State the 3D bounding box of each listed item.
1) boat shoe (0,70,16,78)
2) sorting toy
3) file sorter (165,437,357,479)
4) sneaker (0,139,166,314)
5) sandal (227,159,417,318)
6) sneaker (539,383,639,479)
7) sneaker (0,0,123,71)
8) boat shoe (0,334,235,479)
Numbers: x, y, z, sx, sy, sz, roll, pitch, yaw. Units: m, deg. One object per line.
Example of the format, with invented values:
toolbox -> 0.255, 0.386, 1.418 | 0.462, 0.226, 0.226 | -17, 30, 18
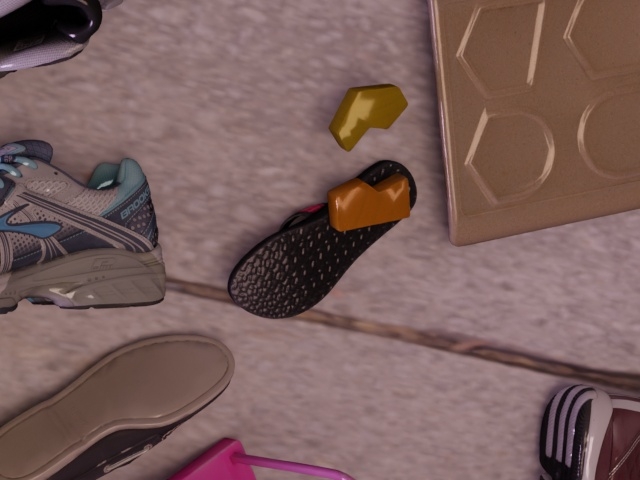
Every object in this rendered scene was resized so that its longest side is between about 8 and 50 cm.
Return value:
boat shoe -> -0.271, -0.250, 1.140 | 0.091, 0.109, 0.305 | -37, 113, -10
sorting toy -> 0.143, -0.112, 1.319 | 0.307, 0.041, 0.229 | -11, 110, -19
file sorter -> -0.084, 0.312, 1.223 | 0.291, 0.182, 0.202 | -33, 111, -35
sneaker -> -0.238, -0.010, 1.187 | 0.283, 0.110, 0.122 | -2, 91, -43
sandal -> 0.000, 0.000, 1.316 | 0.179, 0.040, 0.067 | -37, 115, -21
sneaker -> 0.265, 0.263, 1.412 | 0.162, 0.106, 0.281 | 3, 101, -20
sneaker -> -0.148, -0.171, 1.092 | 0.229, 0.132, 0.086 | -37, 120, -14
boat shoe -> -0.160, 0.139, 1.296 | 0.206, 0.075, 0.065 | -27, 151, -14
